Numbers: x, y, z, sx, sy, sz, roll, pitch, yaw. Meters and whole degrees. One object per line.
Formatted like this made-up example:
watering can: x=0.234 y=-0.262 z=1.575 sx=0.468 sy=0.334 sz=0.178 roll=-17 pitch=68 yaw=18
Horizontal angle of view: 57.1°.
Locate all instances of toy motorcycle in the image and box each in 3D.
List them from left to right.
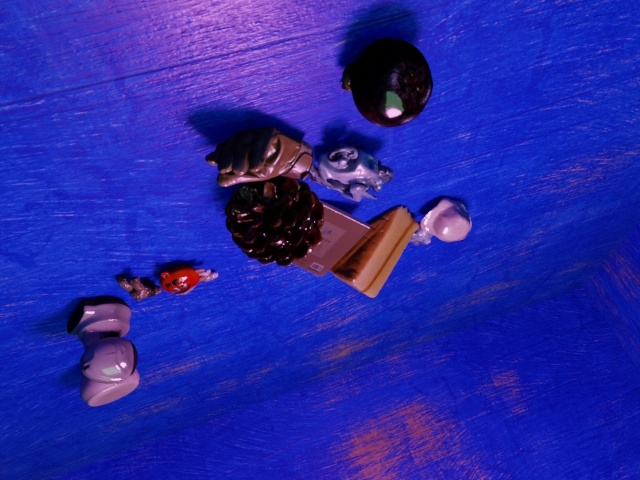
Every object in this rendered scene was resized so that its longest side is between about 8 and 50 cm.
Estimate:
toy motorcycle: x=0.084 y=-0.206 z=1.756 sx=0.206 sy=0.154 sz=0.260 roll=-16 pitch=154 yaw=42

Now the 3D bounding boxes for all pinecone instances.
pinecone: x=-0.138 y=-0.055 z=1.730 sx=0.298 sy=0.242 sz=0.296 roll=-14 pitch=154 yaw=18

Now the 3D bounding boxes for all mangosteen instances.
mangosteen: x=0.166 y=-0.384 z=1.455 sx=0.216 sy=0.216 sz=0.216 roll=-17 pitch=151 yaw=-10

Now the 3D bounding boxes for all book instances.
book: x=0.000 y=0.000 z=2.068 sx=0.217 sy=0.021 sz=0.310 roll=25 pitch=131 yaw=-22

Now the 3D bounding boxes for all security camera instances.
security camera: x=-0.716 y=0.347 z=1.971 sx=0.191 sy=0.277 sz=0.197 roll=9 pitch=138 yaw=-43

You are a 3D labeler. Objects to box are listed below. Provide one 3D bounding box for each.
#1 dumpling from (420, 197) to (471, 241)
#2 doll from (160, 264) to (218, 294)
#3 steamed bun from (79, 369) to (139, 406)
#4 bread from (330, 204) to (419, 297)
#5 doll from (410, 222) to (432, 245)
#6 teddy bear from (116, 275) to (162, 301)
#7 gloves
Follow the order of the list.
dumpling: x=0.498 y=-0.077 z=2.263 sx=0.250 sy=0.132 sz=0.162 roll=9 pitch=107 yaw=-32
doll: x=-0.458 y=0.135 z=2.001 sx=0.183 sy=0.085 sz=0.217 roll=-26 pitch=160 yaw=9
steamed bun: x=-0.856 y=0.558 z=2.371 sx=0.232 sy=0.145 sz=0.232 roll=-26 pitch=160 yaw=-10
bread: x=0.186 y=0.008 z=2.274 sx=0.362 sy=0.245 sz=0.233 roll=-56 pitch=146 yaw=-2
doll: x=0.416 y=-0.010 z=2.380 sx=0.120 sy=0.075 sz=0.180 roll=-24 pitch=153 yaw=-6
teddy bear: x=-0.593 y=0.165 z=1.945 sx=0.119 sy=0.078 sz=0.160 roll=-3 pitch=165 yaw=21
gloves: x=-0.163 y=-0.222 z=1.543 sx=0.154 sy=0.141 sz=0.331 roll=-13 pitch=175 yaw=43
